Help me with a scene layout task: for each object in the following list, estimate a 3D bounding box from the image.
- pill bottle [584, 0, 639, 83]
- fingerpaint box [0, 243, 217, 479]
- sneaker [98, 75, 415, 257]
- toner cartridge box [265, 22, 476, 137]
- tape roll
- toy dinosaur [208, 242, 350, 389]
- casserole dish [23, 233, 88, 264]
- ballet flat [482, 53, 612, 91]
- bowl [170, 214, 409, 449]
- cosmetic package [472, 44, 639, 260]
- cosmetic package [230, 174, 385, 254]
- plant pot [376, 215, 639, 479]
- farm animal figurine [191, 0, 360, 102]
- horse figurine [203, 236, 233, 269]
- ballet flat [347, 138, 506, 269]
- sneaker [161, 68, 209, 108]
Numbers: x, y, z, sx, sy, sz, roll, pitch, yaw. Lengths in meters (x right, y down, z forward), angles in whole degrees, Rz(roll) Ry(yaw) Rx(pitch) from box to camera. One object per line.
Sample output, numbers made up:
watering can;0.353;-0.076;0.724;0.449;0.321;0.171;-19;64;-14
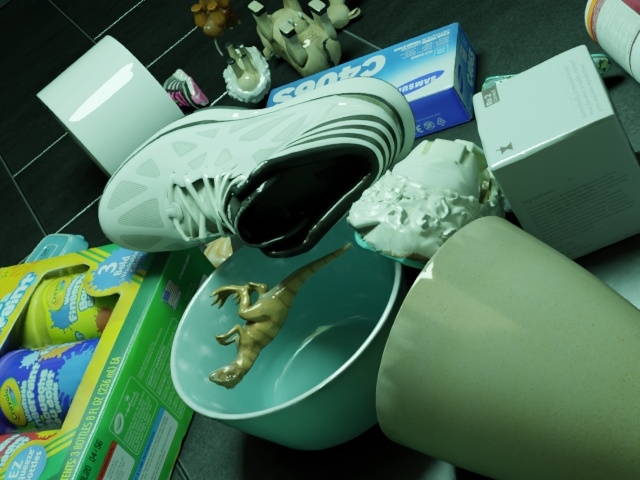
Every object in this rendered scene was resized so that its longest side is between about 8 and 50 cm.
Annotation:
pill bottle;0.443;-0.264;1.365;0.121;0.121;0.221;-32;36;7
fingerpaint box;-0.364;0.218;1.461;0.371;0.163;0.444;-11;43;31
sneaker;-0.119;-0.064;1.260;0.448;0.169;0.257;-18;15;22
toner cartridge box;0.070;-0.216;1.660;0.348;0.075;0.165;-16;42;26
tape roll;-0.364;-0.222;1.883;0.169;0.246;0.246;-43;36;-8
toy dinosaur;-0.057;0.076;1.193;0.112;0.064;0.211;31;80;34
casserole dish;-0.490;0.052;1.859;0.114;0.037;0.188;3;50;41
ballet flat;0.318;-0.209;1.472;0.188;0.070;0.070;-10;44;35
bowl;-0.009;0.128;1.269;0.312;0.163;0.311;-22;39;19
cosmetic package;0.293;-0.098;1.252;0.151;0.183;0.151;-24;38;17
cosmetic package;0.000;0.000;1.425;0.231;0.085;0.117;-21;52;8
plant pot;0.238;0.144;1.010;0.274;0.256;0.256;26;68;33
farm animal figurine;-0.046;-0.399;1.899;0.330;0.172;0.326;-27;49;1
horse figurine;-0.109;-0.004;1.564;0.263;0.066;0.174;-14;53;10
ballet flat;0.135;-0.053;1.192;0.147;0.147;0.409;-24;-4;17
sneaker;-0.270;-0.278;2.024;0.075;0.063;0.170;-39;31;-4
